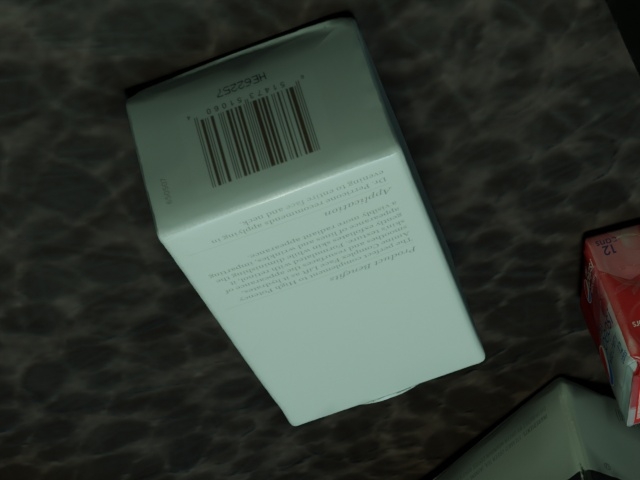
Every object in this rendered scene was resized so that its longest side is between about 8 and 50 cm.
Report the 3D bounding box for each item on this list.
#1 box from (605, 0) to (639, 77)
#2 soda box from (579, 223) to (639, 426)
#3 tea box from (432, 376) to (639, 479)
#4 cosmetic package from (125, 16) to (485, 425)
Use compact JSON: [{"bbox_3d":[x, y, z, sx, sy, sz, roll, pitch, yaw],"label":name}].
[{"bbox_3d":[0.238,-0.056,0.797,0.180,0.147,0.077,16,136,-42],"label":"box"},{"bbox_3d":[0.290,0.020,0.992,0.263,0.092,0.083,-15,149,-3],"label":"soda box"},{"bbox_3d":[0.244,0.318,1.158,0.329,0.323,0.220,22,130,-31],"label":"tea box"},{"bbox_3d":[0.000,0.000,0.837,0.117,0.085,0.231,-19,150,4],"label":"cosmetic package"}]
